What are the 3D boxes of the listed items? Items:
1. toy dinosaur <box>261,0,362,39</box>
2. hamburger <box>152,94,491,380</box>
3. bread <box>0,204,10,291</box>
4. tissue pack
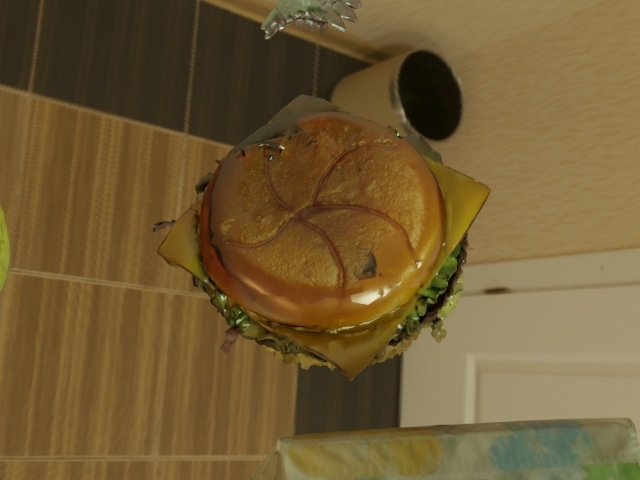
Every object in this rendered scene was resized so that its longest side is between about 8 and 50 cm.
[{"bbox_3d":[0.003,-0.208,0.635,0.082,0.039,0.209,48,47,-28],"label":"toy dinosaur"},{"bbox_3d":[0.000,0.000,0.700,0.262,0.138,0.243,36,67,18],"label":"hamburger"},{"bbox_3d":[-0.783,-0.002,1.577,0.348,0.308,0.348,7,90,-76],"label":"bread"},{"bbox_3d":[0.078,0.202,0.536,0.229,0.159,0.145,1,65,-12],"label":"tissue pack"}]
